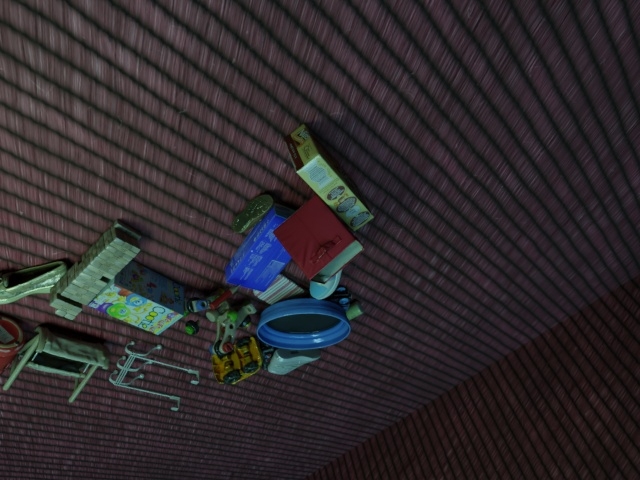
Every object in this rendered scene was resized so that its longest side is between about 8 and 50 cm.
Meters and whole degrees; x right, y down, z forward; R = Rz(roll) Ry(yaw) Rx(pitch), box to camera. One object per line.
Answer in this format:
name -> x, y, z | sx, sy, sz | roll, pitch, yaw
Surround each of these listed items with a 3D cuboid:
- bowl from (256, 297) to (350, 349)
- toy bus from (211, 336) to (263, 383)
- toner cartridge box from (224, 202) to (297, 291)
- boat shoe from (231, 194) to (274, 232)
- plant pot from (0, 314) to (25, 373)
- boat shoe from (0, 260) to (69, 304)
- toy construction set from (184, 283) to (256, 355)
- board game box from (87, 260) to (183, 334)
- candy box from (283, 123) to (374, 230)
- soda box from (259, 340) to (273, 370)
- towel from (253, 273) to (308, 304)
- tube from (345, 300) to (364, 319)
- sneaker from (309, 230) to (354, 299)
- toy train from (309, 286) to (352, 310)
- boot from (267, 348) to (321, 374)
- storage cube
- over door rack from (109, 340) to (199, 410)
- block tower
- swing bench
bowl -> -0.070, 0.354, 1.844 | 0.390, 0.077, 0.391 | -2, 146, -1
toy bus -> -0.341, 0.552, 1.974 | 0.220, 0.150, 0.211 | -27, 148, 5
toner cartridge box -> -0.187, 0.033, 1.561 | 0.165, 0.075, 0.348 | 19, 124, -34
boat shoe -> -0.216, -0.089, 1.452 | 0.178, 0.064, 0.060 | -39, 163, 21
plant pot -> -1.126, 0.359, 1.493 | 0.174, 0.191, 0.191 | -41, 132, 10
boat shoe -> -0.949, 0.125, 1.391 | 0.285, 0.105, 0.089 | -13, 132, -21
toy construction set -> -0.351, 0.252, 1.649 | 0.237, 0.257, 0.309 | -41, 174, -42
board game box -> -0.628, 0.191, 1.519 | 0.142, 0.144, 0.275 | -36, 132, 18
candy box -> 0.029, -0.187, 1.343 | 0.087, 0.183, 0.316 | -34, 133, 14
soda box -> -0.247, 0.525, 2.023 | 0.053, 0.060, 0.169 | -10, 135, -16
towel -> -0.158, 0.207, 1.774 | 0.144, 0.029, 0.197 | -36, 135, 16
tube -> 0.081, 0.351, 1.970 | 0.240, 0.062, 0.070 | -31, 94, 20
sneaker -> -0.016, 0.099, 1.604 | 0.208, 0.127, 0.319 | -10, 131, -45
toy train -> 0.039, 0.254, 1.847 | 0.184, 0.080, 0.105 | -3, 140, -14
boot -> -0.126, 0.556, 2.049 | 0.258, 0.095, 0.123 | 8, 125, -37
storage cube -> 0.000, 0.000, 1.364 | 0.183, 0.193, 0.215 | -41, 163, 5
over door rack -> -0.696, 0.564, 1.861 | 0.324, 0.108, 0.240 | 29, 120, -13
block tower -> -0.709, 0.093, 1.379 | 0.335, 0.097, 0.091 | -46, 133, 4
swing bench -> -0.975, 0.448, 1.645 | 0.254, 0.165, 0.253 | -43, 130, 15
